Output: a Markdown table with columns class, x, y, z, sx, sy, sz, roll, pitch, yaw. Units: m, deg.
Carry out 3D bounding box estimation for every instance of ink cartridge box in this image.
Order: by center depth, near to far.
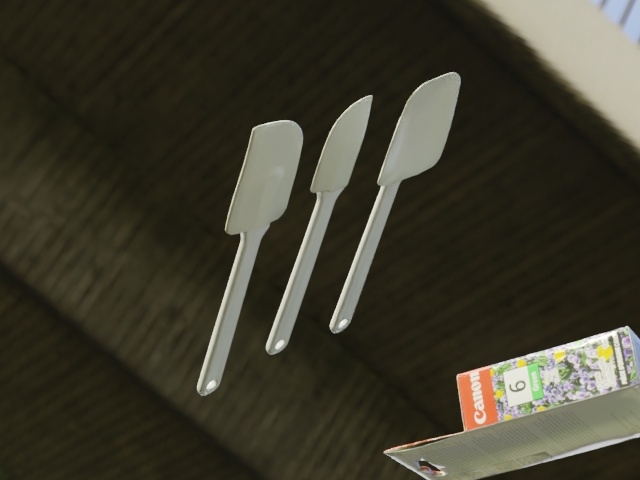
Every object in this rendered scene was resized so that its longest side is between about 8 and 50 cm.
| class | x | y | z | sx | sy | sz | roll | pitch | yaw |
| --- | --- | --- | --- | --- | --- | --- | --- | --- | --- |
| ink cartridge box | 0.090 | 0.074 | 0.684 | 0.115 | 0.029 | 0.063 | -18 | -30 | 21 |

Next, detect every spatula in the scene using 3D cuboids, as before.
| class | x | y | z | sx | sy | sz | roll | pitch | yaw |
| --- | --- | --- | --- | --- | --- | --- | --- | --- | --- |
| spatula | 0.000 | 0.000 | 1.029 | 0.019 | 0.168 | 0.242 | 44 | -42 | 28 |
